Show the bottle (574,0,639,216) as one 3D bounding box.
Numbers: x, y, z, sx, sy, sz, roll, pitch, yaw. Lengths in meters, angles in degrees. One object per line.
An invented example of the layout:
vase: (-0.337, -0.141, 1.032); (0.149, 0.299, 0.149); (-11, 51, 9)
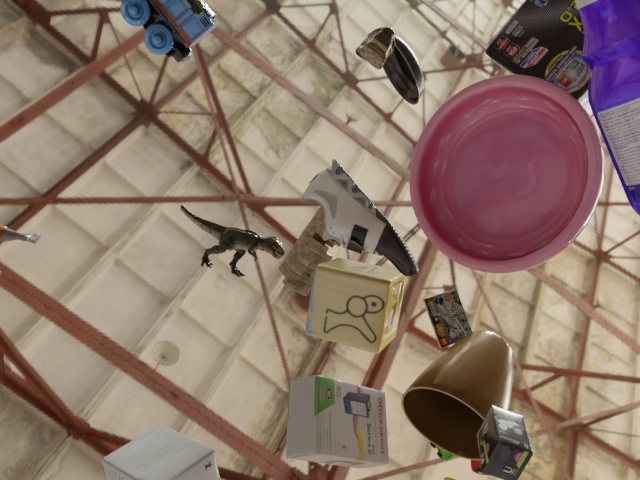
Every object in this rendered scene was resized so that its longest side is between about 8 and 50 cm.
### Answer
bottle: (0.372, -0.165, 0.685); (0.092, 0.118, 0.283); (-38, -76, -50)

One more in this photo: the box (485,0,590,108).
box: (0.468, -0.389, 1.086); (0.060, 0.270, 0.216); (15, -150, -51)

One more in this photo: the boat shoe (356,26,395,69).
boat shoe: (0.098, -0.322, 1.002); (0.056, 0.049, 0.152); (39, -173, -13)

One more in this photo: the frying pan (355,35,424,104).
frying pan: (0.190, -0.444, 1.570); (0.053, 0.326, 0.197); (-32, -77, -2)

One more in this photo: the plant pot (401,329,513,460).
plant pot: (0.357, 0.341, 1.429); (0.237, 0.237, 0.254); (42, -125, 1)

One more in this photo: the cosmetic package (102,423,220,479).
cosmetic package: (-0.318, 0.498, 1.224); (0.151, 0.183, 0.151); (-23, -67, -47)

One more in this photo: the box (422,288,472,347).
box: (0.341, 0.208, 1.611); (0.094, 0.027, 0.137); (-17, -100, -4)

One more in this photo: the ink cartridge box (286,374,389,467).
ink cartridge box: (0.039, 0.376, 1.239); (0.212, 0.093, 0.154); (26, -127, -39)

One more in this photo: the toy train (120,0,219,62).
toy train: (-0.232, -0.346, 0.852); (0.184, 0.105, 0.080); (51, -169, -17)

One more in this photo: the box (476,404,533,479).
box: (0.264, 0.293, 0.868); (0.052, 0.062, 0.083); (19, -158, 2)

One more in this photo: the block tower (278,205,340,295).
block tower: (0.000, 0.000, 1.839); (0.091, 0.335, 0.097); (30, -173, -33)

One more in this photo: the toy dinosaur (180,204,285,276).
toy dinosaur: (-0.212, 0.015, 1.389); (0.268, 0.118, 0.064); (19, -172, 7)

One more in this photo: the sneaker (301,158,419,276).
sneaker: (0.087, -0.021, 1.401); (0.146, 0.122, 0.330); (-42, -102, 3)

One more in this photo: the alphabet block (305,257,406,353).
alphabet block: (0.095, 0.160, 1.548); (0.197, 0.192, 0.193); (13, -169, 19)

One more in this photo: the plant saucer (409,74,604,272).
plant saucer: (0.314, -0.110, 1.033); (0.084, 0.332, 0.332); (5, -125, -51)

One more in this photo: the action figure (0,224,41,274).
action figure: (-0.770, -0.055, 1.256); (0.330, 0.178, 0.341); (33, -89, -11)

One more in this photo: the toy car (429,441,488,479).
toy car: (0.352, 0.563, 1.533); (0.053, 0.239, 0.225); (41, -173, -26)
